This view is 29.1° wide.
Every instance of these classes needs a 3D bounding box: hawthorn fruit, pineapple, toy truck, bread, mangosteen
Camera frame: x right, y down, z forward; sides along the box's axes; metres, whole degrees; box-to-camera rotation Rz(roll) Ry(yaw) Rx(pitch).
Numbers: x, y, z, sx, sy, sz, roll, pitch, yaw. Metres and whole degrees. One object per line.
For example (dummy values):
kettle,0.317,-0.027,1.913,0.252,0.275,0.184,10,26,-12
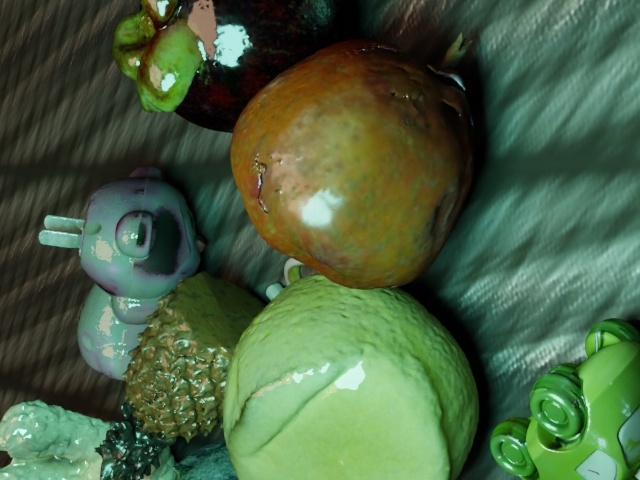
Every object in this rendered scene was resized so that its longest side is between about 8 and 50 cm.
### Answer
hawthorn fruit,0.059,-0.110,1.366,0.307,0.276,0.276,-52,54,12
pineapple,-0.206,0.221,1.774,0.362,0.202,0.202,-54,56,26
toy truck,0.285,0.205,1.238,0.211,0.148,0.187,53,143,-2
bread,0.032,0.192,1.466,0.320,0.237,0.321,14,134,15
mangosteen,-0.111,-0.262,1.500,0.288,0.288,0.288,18,113,49

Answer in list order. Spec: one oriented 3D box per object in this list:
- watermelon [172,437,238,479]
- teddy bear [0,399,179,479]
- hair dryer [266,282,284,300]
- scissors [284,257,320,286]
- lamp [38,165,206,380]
watermelon,-0.062,0.451,1.711,0.387,0.228,0.258,48,143,42
teddy bear,-0.303,0.441,1.920,0.362,0.375,0.327,50,124,52
hair dryer,-0.036,0.093,1.702,0.137,0.047,0.082,46,132,45
scissors,0.000,0.000,1.550,0.160,0.024,0.318,-1,117,39
lamp,-0.305,0.045,1.877,0.247,0.247,0.301,-89,9,-64
